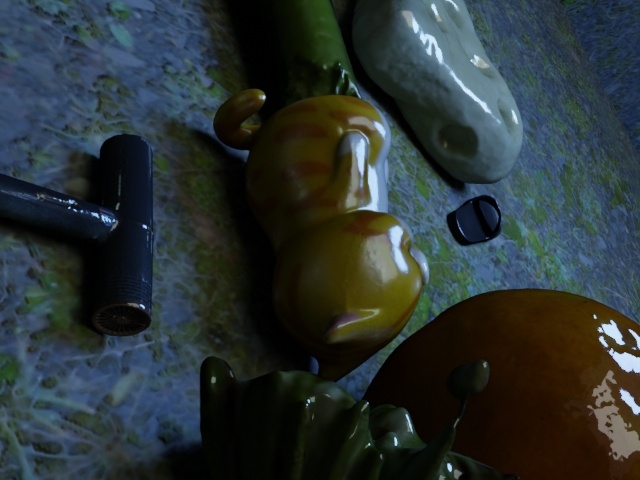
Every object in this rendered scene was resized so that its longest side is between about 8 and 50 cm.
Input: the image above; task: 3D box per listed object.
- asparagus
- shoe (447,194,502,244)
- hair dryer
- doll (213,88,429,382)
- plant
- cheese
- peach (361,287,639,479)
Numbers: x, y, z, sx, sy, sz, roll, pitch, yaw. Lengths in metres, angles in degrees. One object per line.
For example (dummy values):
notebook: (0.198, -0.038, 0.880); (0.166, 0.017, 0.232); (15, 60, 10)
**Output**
asparagus: (-0.019, -0.209, 1.128); (0.108, 0.128, 0.382); (-5, 66, -23)
shoe: (0.245, -0.034, 1.488); (0.071, 0.049, 0.179); (64, 27, 3)
hair dryer: (-0.203, -0.039, 0.736); (0.195, 0.050, 0.173); (33, 36, -38)
doll: (0.014, -0.014, 0.958); (0.167, 0.162, 0.270); (76, -5, -63)
plant: (-0.022, 0.235, 0.692); (0.180, 0.251, 0.333); (54, 54, -47)
cheese: (0.184, -0.285, 1.524); (0.351, 0.129, 0.328); (44, 33, -30)
peach: (0.206, 0.207, 0.917); (0.343, 0.301, 0.343); (44, 30, -35)
